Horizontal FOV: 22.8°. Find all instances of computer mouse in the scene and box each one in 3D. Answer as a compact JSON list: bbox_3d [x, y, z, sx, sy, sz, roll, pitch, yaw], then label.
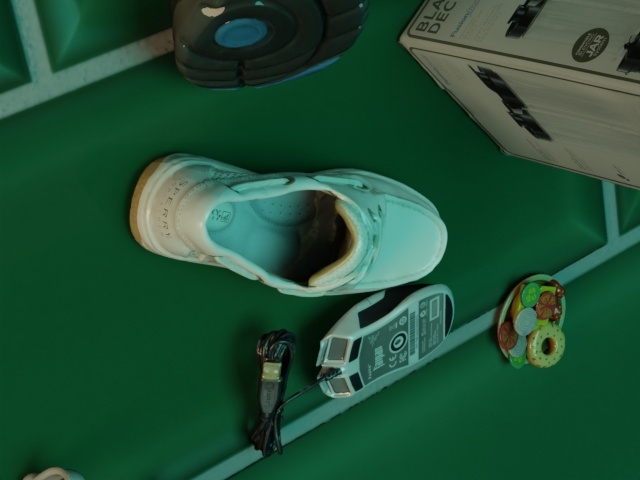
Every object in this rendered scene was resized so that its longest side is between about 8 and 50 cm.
[{"bbox_3d":[0.022,0.084,1.217,0.193,0.042,0.106,-25,130,-31],"label":"computer mouse"}]

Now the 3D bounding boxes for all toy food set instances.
[{"bbox_3d":[0.182,0.070,1.358,0.082,0.020,0.083,4,102,-40],"label":"toy food set"}]

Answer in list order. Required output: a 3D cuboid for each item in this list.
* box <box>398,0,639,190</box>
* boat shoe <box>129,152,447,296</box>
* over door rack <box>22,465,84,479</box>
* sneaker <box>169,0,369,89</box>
[{"bbox_3d":[0.214,-0.112,1.145,0.169,0.290,0.087,40,77,-38],"label":"box"},{"bbox_3d":[0.000,0.000,1.134,0.277,0.096,0.098,4,101,-40],"label":"boat shoe"},{"bbox_3d":[-0.134,0.336,1.113,0.239,0.108,0.324,19,71,-42],"label":"over door rack"},{"bbox_3d":[-0.041,-0.210,0.960,0.125,0.140,0.341,-11,156,-7],"label":"sneaker"}]
